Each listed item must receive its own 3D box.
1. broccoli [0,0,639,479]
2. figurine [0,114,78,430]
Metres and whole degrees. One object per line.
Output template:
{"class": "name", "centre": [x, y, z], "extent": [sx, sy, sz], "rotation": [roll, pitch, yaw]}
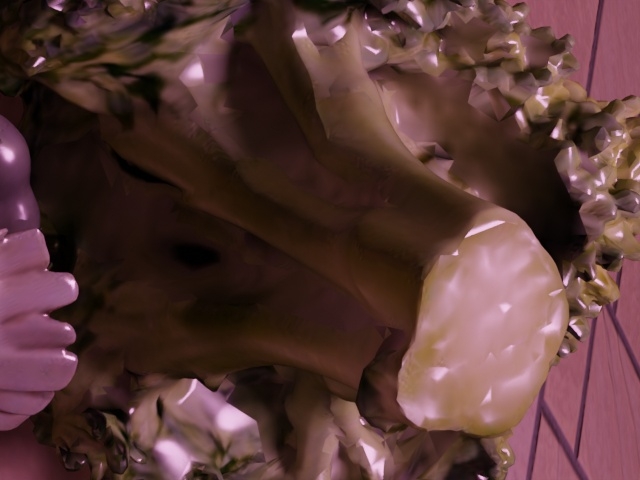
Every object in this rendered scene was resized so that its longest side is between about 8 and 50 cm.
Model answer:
{"class": "broccoli", "centre": [0.000, -0.013, 0.670], "extent": [0.288, 0.260, 0.235], "rotation": [47, 52, -32]}
{"class": "figurine", "centre": [-0.183, 0.080, 0.464], "extent": [0.387, 0.166, 0.207], "rotation": [-65, 180, -56]}
